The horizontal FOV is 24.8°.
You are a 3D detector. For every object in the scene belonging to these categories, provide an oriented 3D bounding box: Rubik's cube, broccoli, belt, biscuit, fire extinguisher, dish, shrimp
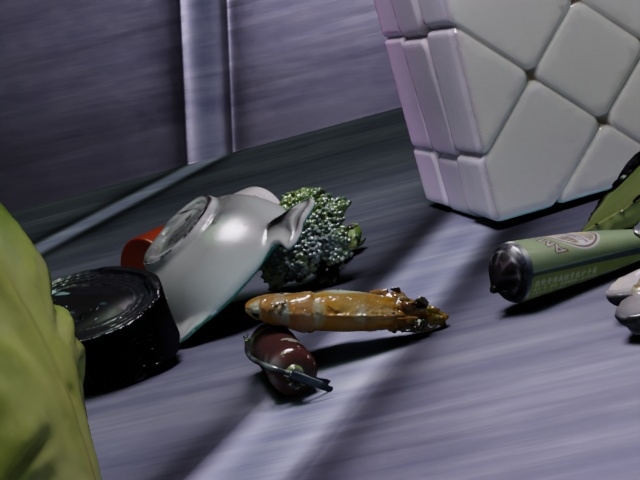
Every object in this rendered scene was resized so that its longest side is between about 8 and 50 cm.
[{"bbox_3d":[0.277,-0.223,1.805,0.322,0.318,0.316,-16,9,-8],"label":"Rubik's cube"},{"bbox_3d":[0.002,0.000,1.698,0.118,0.122,0.204,3,1,18],"label":"broccoli"},{"bbox_3d":[-0.237,0.093,1.490,0.198,0.078,0.151,7,34,43],"label":"belt"},{"bbox_3d":[0.363,-0.079,1.542,0.099,0.038,0.322,-32,5,38],"label":"biscuit"},{"bbox_3d":[-0.032,0.104,1.261,0.064,0.043,0.158,17,3,-11],"label":"fire extinguisher"},{"bbox_3d":[-0.122,0.006,1.576,0.246,0.078,0.224,-31,22,36],"label":"dish"},{"bbox_3d":[0.023,0.060,1.311,0.184,0.043,0.091,3,5,7],"label":"shrimp"}]

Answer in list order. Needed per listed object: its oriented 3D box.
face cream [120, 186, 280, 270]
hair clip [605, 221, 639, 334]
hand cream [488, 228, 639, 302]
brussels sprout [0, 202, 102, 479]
[{"bbox_3d":[-0.142,0.008,1.822,0.096,0.095,0.214,-7,14,42],"label":"face cream"},{"bbox_3d":[0.332,0.020,1.102,0.257,0.075,0.146,1,20,39],"label":"hair clip"},{"bbox_3d":[0.250,0.010,1.339,0.235,0.055,0.086,-13,8,-28],"label":"hand cream"},{"bbox_3d":[-0.380,0.089,0.962,0.425,0.361,0.342,-18,6,-6],"label":"brussels sprout"}]
